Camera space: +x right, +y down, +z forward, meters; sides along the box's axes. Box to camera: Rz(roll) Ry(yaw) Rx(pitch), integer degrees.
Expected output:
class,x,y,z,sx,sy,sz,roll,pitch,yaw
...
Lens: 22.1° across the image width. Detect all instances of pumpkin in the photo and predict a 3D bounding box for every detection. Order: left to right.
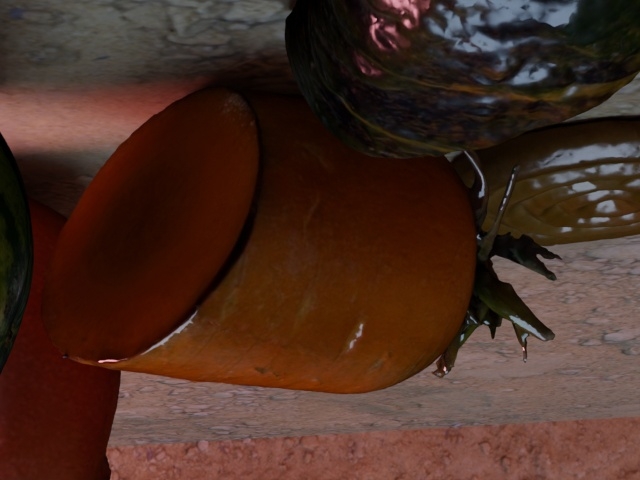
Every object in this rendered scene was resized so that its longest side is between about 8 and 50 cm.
class,x,y,z,sx,sy,sz,roll,pitch,yaw
pumpkin,0.059,-0.122,0.808,0.278,0.111,0.163,-10,159,30

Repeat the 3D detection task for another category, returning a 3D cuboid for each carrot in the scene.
class,x,y,z,sx,sy,sz,roll,pitch,yaw
carrot,0.000,0.000,1.097,0.331,0.214,0.193,14,-173,-37

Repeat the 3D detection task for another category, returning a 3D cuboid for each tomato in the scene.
class,x,y,z,sx,sy,sz,roll,pitch,yaw
tomato,-0.305,0.120,1.252,0.273,0.341,0.341,18,159,-19

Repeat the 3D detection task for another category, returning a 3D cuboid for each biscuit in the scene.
class,x,y,z,sx,sy,sz,roll,pitch,yaw
biscuit,0.221,-0.040,1.281,0.262,0.037,0.262,-3,166,-1

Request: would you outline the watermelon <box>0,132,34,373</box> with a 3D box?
class,x,y,z,sx,sy,sz,roll,pitch,yaw
watermelon,-0.300,0.012,0.919,0.285,0.285,0.285,-2,165,-1
